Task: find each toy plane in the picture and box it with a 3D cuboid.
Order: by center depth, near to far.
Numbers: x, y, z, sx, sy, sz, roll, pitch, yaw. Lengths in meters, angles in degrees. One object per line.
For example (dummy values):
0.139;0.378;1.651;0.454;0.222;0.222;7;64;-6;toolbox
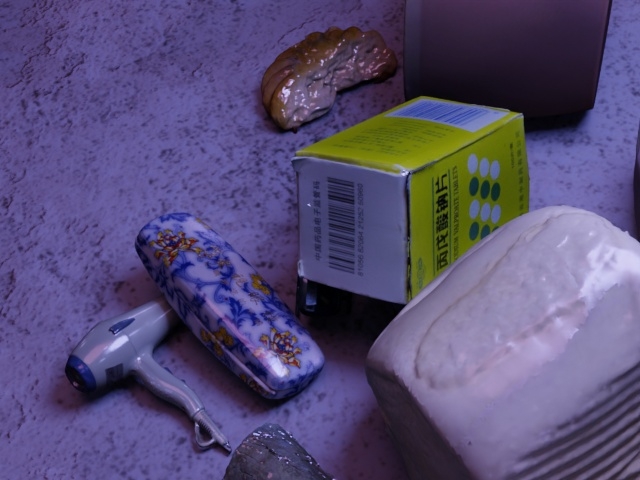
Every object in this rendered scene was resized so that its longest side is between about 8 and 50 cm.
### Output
0.000;0.000;1.453;0.060;0.096;0.235;-3;49;8;toy plane

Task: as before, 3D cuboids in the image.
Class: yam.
-0.013;0.252;1.221;0.107;0.107;0.183;-36;52;-21;yam

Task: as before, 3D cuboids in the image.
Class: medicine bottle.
0.095;-0.048;1.379;0.141;0.137;0.250;14;26;33;medicine bottle

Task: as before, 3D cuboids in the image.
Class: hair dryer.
-0.140;0.119;1.410;0.199;0.067;0.167;23;49;16;hair dryer

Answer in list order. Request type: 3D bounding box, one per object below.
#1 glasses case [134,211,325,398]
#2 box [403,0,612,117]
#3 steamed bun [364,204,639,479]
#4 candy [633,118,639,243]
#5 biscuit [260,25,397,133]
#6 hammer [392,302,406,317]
-0.097;0.063;1.413;0.087;0.065;0.248;-24;58;-38;glasses case
0.221;-0.283;1.546;0.216;0.301;0.301;8;49;12;box
0.171;0.106;1.218;0.290;0.273;0.272;-40;47;-18;steamed bun
0.491;-0.056;1.372;0.358;0.145;0.208;-5;47;6;candy
-0.005;-0.210;1.678;0.183;0.061;0.118;-37;49;-21;biscuit
0.207;0.083;1.375;0.290;0.037;0.137;15;52;24;hammer
